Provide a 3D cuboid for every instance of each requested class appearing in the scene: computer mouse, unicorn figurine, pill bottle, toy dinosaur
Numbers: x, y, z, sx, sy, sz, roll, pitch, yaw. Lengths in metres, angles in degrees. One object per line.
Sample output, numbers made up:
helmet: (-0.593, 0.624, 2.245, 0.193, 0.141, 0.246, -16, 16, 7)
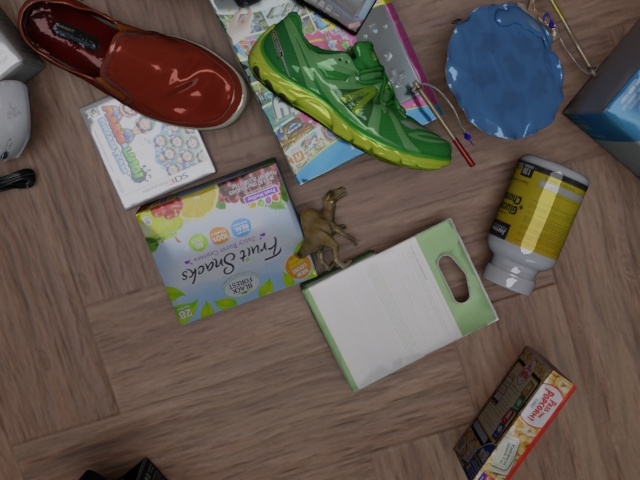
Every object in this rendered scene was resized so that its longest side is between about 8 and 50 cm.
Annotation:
computer mouse: (-0.424, -0.128, 1.314, 0.106, 0.042, 0.193, -11, 142, -32)
unicorn figurine: (0.274, -0.253, 1.374, 0.111, 0.060, 0.162, 42, 95, -5)
pill bottle: (0.295, -0.021, 1.383, 0.103, 0.103, 0.184, 21, 96, -4)
toy dinosaur: (0.000, 0.000, 1.368, 0.053, 0.183, 0.092, -25, 112, 36)

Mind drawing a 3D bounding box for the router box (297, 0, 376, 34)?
router box: (0.018, -0.335, 1.272, 0.122, 0.038, 0.092, 30, 94, -5)

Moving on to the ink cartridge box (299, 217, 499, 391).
ink cartridge box: (0.111, 0.089, 1.416, 0.235, 0.056, 0.171, -27, 98, -2)

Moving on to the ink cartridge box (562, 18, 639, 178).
ink cartridge box: (0.511, -0.161, 1.325, 0.270, 0.197, 0.198, 39, 94, -6)

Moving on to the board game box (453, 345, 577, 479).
board game box: (0.270, 0.253, 1.396, 0.045, 0.147, 0.193, 34, 95, -5)

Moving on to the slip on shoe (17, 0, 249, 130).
slip on shoe: (-0.254, -0.236, 1.315, 0.331, 0.101, 0.123, 25, 100, -1)

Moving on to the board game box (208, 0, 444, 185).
board game box: (0.004, -0.260, 1.348, 0.224, 0.097, 0.303, -26, 98, 2)

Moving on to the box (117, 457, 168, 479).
box: (-0.248, 0.448, 1.422, 0.153, 0.108, 0.207, -41, 96, 3)

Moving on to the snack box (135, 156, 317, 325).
snack box: (-0.129, 0.001, 1.385, 0.207, 0.070, 0.174, -19, 103, 2)

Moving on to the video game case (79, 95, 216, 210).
video game case: (-0.242, -0.141, 1.392, 0.143, 0.019, 0.157, -23, 97, 1)

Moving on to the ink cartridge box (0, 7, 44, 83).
ink cartridge box: (-0.558, -0.288, 1.308, 0.226, 0.131, 0.306, -38, 98, 3)

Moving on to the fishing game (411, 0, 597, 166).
fishing game: (0.243, -0.225, 1.322, 0.264, 0.041, 0.189, -40, 99, -21)

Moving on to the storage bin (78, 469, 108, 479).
storage bin: (-0.272, 0.401, 1.299, 0.180, 0.122, 0.084, 42, 94, -6)

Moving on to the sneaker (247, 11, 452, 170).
sneaker: (0.052, -0.187, 1.256, 0.295, 0.109, 0.123, 32, 96, -7)
